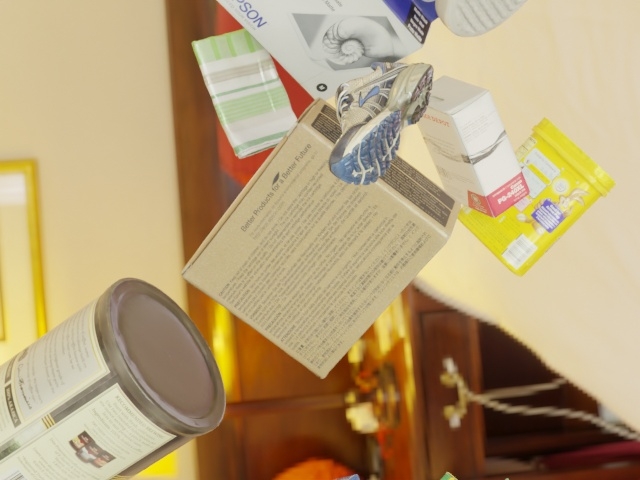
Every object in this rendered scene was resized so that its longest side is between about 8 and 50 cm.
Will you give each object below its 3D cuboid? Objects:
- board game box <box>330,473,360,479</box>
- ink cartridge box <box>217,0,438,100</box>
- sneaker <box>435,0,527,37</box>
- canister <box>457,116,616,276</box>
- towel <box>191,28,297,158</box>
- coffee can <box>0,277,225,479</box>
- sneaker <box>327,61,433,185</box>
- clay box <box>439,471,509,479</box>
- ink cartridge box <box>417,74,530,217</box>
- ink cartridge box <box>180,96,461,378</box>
[{"bbox_3d":[-0.052,0.352,1.596,0.136,0.201,0.035,-21,93,38],"label":"board game box"},{"bbox_3d":[0.021,-0.288,1.550,0.223,0.224,0.045,42,-147,-34],"label":"ink cartridge box"},{"bbox_3d":[0.201,-0.407,1.422,0.150,0.135,0.366,50,126,47],"label":"sneaker"},{"bbox_3d":[0.270,-0.053,1.660,0.126,0.170,0.073,47,-172,23],"label":"canister"},{"bbox_3d":[-0.087,-0.184,1.600,0.023,0.113,0.152,-20,92,46],"label":"towel"},{"bbox_3d":[-0.279,0.198,1.527,0.201,0.275,0.201,47,-159,-25],"label":"coffee can"},{"bbox_3d":[0.033,-0.088,0.961,0.135,0.058,0.052,-51,-29,-43],"label":"sneaker"},{"bbox_3d":[0.082,0.294,1.140,0.053,0.222,0.127,38,165,29],"label":"clay box"},{"bbox_3d":[0.177,-0.115,1.570,0.109,0.063,0.150,33,152,59],"label":"ink cartridge box"},{"bbox_3d":[0.000,0.000,1.366,0.235,0.193,0.088,-50,5,30],"label":"ink cartridge box"}]
